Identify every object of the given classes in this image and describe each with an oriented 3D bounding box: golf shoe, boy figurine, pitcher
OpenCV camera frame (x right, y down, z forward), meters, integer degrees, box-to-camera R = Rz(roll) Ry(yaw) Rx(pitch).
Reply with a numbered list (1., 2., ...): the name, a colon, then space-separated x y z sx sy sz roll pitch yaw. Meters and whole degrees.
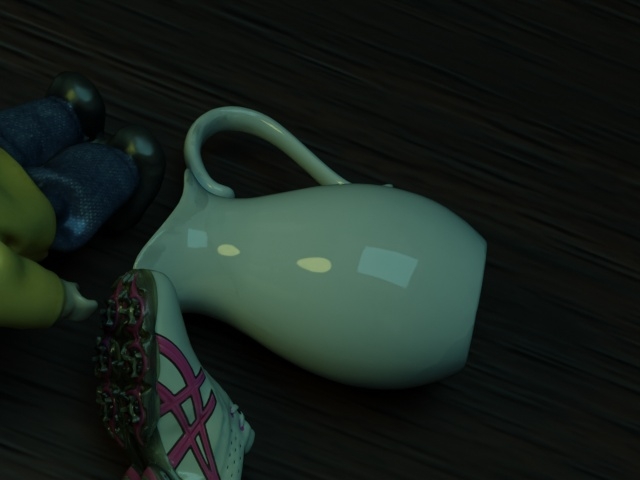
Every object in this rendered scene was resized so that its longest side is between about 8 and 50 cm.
1. golf shoe: -0.084 0.106 1.167 0.086 0.067 0.186 -10 95 -33
2. boy figurine: -0.209 -0.003 1.135 0.177 0.092 0.285 39 41 13
3. pitcher: 0.000 0.000 1.235 0.207 0.125 0.178 11 58 3
